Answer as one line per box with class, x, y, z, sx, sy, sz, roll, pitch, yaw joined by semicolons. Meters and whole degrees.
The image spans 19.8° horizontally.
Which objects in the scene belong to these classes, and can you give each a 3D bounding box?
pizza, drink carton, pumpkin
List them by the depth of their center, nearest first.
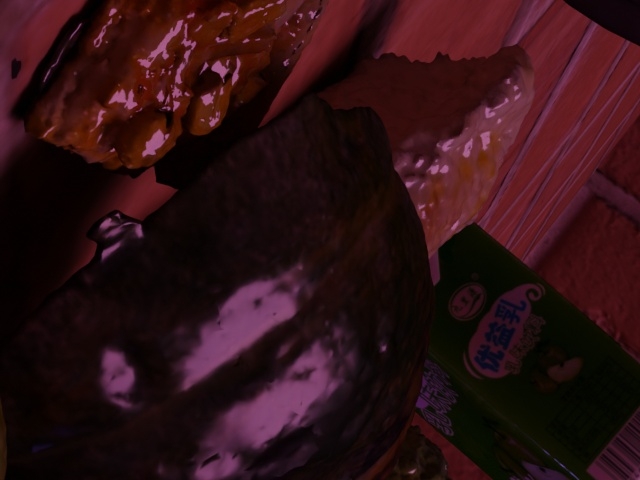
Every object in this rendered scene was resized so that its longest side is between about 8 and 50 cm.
pizza;-0.032;-0.060;0.535;0.131;0.041;0.178;-39;164;-53
pumpkin;-0.066;0.082;0.597;0.278;0.111;0.163;-42;167;21
drink carton;0.142;0.101;1.371;0.108;0.271;0.161;-46;171;-18

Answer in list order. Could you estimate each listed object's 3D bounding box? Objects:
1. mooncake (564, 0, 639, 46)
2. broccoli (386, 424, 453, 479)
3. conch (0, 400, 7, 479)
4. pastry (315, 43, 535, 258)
mooncake;0.226;-0.216;1.028;0.245;0.133;0.245;-56;178;-2
broccoli;-0.071;0.223;1.095;0.254;0.186;0.302;-4;-148;43
conch;-0.105;0.048;0.399;0.079;0.095;0.201;-18;169;-4
pastry;0.001;-0.003;0.790;0.258;0.089;0.121;-48;167;-38
